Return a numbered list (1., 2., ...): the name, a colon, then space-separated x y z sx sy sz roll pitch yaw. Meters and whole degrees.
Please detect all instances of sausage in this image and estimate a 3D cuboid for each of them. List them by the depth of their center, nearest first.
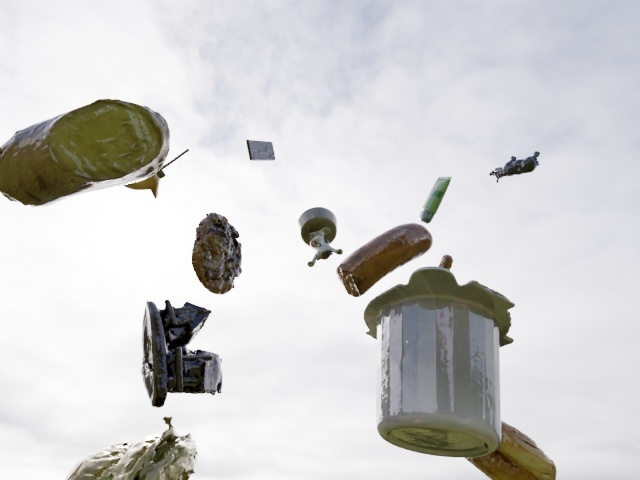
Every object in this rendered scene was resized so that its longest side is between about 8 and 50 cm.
1. sausage: 0.161 0.033 1.022 0.270 0.109 0.109 -28 -32 -25

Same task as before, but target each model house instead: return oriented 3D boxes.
1. model house: -0.265 0.215 0.832 0.164 0.203 0.141 4 -24 -35

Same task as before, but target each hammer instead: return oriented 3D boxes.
1. hammer: -0.359 -0.193 1.020 0.019 0.110 0.035 5 -48 42

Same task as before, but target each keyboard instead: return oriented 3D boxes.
1. keyboard: -0.149 -0.227 1.063 0.010 0.155 0.053 -7 -82 17

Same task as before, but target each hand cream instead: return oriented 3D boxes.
1. hand cream: 0.392 -0.141 1.450 0.046 0.095 0.175 22 -86 -12

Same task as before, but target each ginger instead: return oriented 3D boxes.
1. ginger: -0.382 -0.138 0.688 0.276 0.130 0.221 -22 7 -42

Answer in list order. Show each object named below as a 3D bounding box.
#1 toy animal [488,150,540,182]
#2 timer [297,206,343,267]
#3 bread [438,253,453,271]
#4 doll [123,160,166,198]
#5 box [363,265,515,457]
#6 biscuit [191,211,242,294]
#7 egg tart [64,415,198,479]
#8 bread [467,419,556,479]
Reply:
1. toy animal: 0.498 -0.187 1.093 0.136 0.065 0.047 -6 -60 52
2. timer: 0.000 0.000 1.701 0.175 0.266 0.175 -4 -57 -5
3. bread: 0.446 0.126 1.542 0.044 0.157 0.052 21 -3 -13
4. doll: -0.551 -0.226 1.118 0.270 0.166 0.162 17 -24 -23
5. box: 0.187 0.204 0.657 0.262 0.206 0.291 1 -37 13
6. biscuit: -0.394 0.051 1.671 0.081 0.334 0.289 -11 -24 21
7. egg tart: -0.341 0.459 0.644 0.169 0.388 0.388 27 -42 3
8. bread: 0.411 0.479 0.939 0.198 0.120 0.236 31 -14 23
